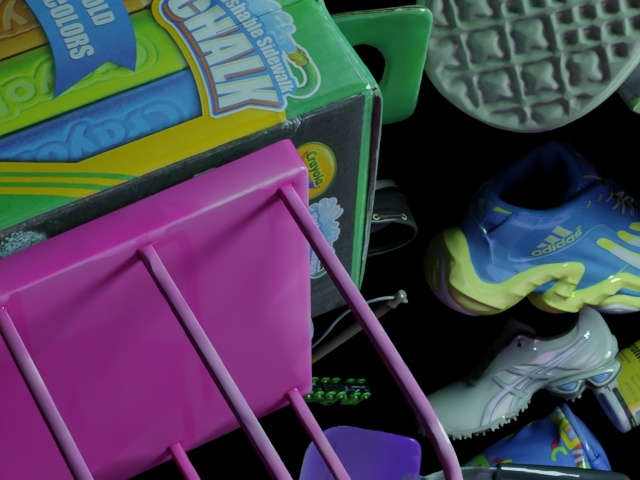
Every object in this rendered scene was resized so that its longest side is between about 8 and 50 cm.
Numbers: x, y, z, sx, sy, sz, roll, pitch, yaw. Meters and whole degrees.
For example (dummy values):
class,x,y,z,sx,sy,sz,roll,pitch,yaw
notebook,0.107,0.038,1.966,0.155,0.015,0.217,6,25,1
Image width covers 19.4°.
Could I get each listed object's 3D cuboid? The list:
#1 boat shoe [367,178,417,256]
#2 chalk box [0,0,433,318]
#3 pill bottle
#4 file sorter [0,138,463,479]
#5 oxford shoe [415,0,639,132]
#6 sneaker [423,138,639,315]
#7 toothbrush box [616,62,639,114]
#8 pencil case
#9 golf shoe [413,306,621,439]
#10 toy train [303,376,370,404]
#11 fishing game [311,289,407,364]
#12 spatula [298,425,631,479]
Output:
class,x,y,z,sx,sy,sz,roll,pitch,yaw
boat shoe,0.000,-0.001,1.217,0.133,0.042,0.049,-18,151,-21
chalk box,-0.084,-0.054,0.918,0.289,0.179,0.180,-22,149,-18
pill bottle,0.298,0.114,1.646,0.116,0.065,0.065,-30,151,-2
file sorter,-0.100,0.131,0.813,0.290,0.182,0.202,-24,149,-15
oxford shoe,0.194,-0.254,0.936,0.449,0.169,0.130,-56,-175,24
sneaker,0.194,-0.011,1.331,0.240,0.091,0.126,-11,144,-31
toothbrush box,0.298,-0.160,1.167,0.206,0.122,0.283,-45,147,22
pencil case,0.123,0.266,1.653,0.306,0.119,0.133,-31,-167,-3
golf shoe,0.150,0.098,1.509,0.176,0.069,0.086,-22,115,3
toy train,0.006,0.115,1.426,0.083,0.017,0.023,6,144,-48
fishing game,-0.081,0.068,1.218,0.189,0.041,0.264,-35,150,33
spatula,0.126,0.197,1.544,0.296,0.030,0.084,4,107,-22
